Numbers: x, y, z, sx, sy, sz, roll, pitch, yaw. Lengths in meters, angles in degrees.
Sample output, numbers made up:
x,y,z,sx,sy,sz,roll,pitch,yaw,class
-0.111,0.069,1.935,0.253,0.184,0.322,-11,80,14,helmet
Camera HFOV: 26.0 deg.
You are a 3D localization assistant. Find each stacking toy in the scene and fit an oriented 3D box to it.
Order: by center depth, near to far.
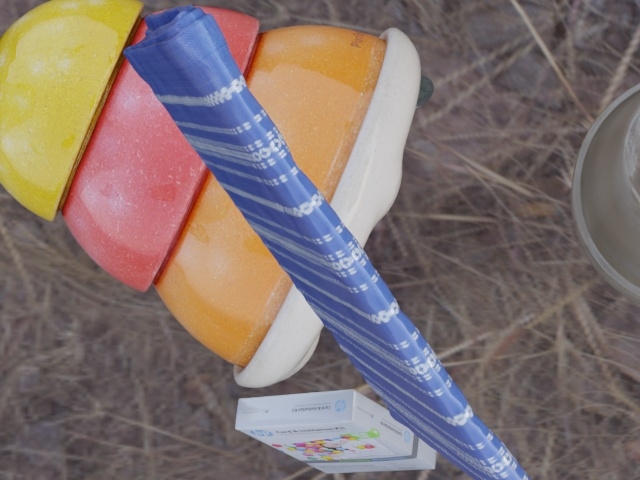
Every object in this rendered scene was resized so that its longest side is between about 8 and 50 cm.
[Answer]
x,y,z,sx,sy,sz,roll,pitch,yaw,class
-0.179,-0.108,1.236,0.480,0.350,0.350,24,94,-6,stacking toy

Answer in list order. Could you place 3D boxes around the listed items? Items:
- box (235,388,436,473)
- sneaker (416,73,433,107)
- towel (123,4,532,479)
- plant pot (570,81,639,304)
x,y,z,sx,sy,sz,roll,pitch,yaw,class
0.021,0.209,1.496,0.145,0.186,0.038,-8,62,31,box
0.107,-0.218,1.902,0.076,0.166,0.065,-16,78,44,sneaker
0.000,0.000,0.845,0.040,0.243,0.336,-38,103,-7,towel
0.460,-0.076,1.681,0.323,0.280,0.323,-2,82,13,plant pot
